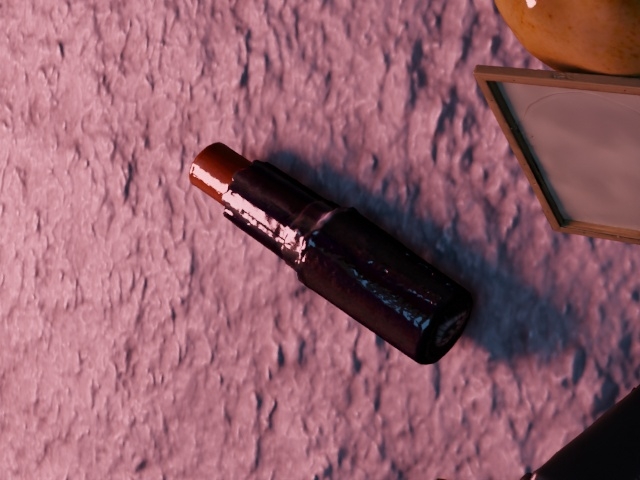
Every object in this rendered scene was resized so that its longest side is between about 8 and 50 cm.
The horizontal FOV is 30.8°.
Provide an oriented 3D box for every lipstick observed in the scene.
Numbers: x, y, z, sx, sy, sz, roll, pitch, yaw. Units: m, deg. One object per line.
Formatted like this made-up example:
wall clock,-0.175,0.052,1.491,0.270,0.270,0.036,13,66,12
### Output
lipstick,0.000,0.000,1.009,0.300,0.081,0.081,36,112,28

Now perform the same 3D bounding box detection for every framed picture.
framed picture,0.199,-0.052,0.810,0.136,0.201,0.010,10,65,34

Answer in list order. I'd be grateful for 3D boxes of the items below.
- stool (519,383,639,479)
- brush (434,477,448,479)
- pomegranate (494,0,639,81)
stool,0.209,0.220,0.794,0.141,0.232,0.232,39,114,30
brush,0.120,0.297,0.956,0.011,0.083,0.205,129,132,-64
pomegranate,0.223,-0.202,0.760,0.233,0.233,0.233,2,94,35
